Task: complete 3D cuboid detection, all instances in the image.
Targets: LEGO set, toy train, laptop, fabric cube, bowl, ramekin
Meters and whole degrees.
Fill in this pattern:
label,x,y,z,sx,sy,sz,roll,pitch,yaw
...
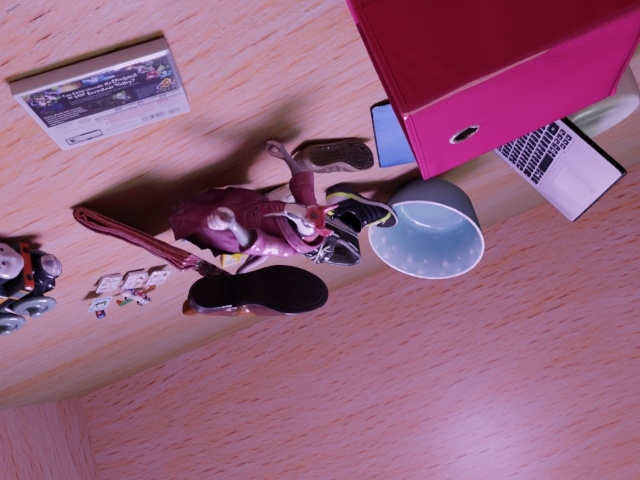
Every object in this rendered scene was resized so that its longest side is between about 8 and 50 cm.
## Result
label,x,y,z,sx,sy,sz,roll,pitch,yaw
LEGO set,-0.522,0.131,1.773,0.183,0.060,0.244,-7,153,-36
toy train,-0.648,0.106,1.250,0.334,0.142,0.190,-26,157,22
laptop,0.337,-0.148,1.372,0.236,0.408,0.382,-44,167,-2
fabric cube,0.177,-0.256,0.754,0.258,0.259,0.254,-23,166,8
bowl,0.297,-0.053,1.832,0.312,0.163,0.311,10,140,9
ramekin,0.541,-0.297,1.434,0.277,0.135,0.277,-20,168,-5

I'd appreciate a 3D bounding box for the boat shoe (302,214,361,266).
label,x,y,z,sx,sy,sz,roll,pitch,yaw
boat shoe,0.000,0.000,1.747,0.335,0.119,0.121,9,136,-45

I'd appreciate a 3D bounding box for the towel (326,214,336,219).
label,x,y,z,sx,sy,sz,roll,pitch,yaw
towel,-0.042,-0.022,1.889,0.275,0.031,0.199,-17,166,-16

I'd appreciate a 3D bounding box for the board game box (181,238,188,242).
label,x,y,z,sx,sy,sz,roll,pitch,yaw
board game box,-0.237,-0.030,1.555,0.103,0.026,0.154,-31,164,36

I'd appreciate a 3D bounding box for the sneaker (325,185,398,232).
label,x,y,z,sx,sy,sz,roll,pitch,yaw
sneaker,0.098,-0.055,1.668,0.235,0.097,0.084,19,147,-34

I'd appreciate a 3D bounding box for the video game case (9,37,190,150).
label,x,y,z,sx,sy,sz,roll,pitch,yaw
video game case,-0.275,-0.185,0.869,0.191,0.022,0.173,-19,167,-6

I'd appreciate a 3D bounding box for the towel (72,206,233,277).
label,x,y,z,sx,sy,sz,roll,pitch,yaw
towel,-0.311,0.023,1.312,0.237,0.037,0.329,23,173,11

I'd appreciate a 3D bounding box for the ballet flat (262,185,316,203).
label,x,y,z,sx,sy,sz,roll,pitch,yaw
ballet flat,-0.077,-0.085,1.508,0.079,0.077,0.221,-47,162,22

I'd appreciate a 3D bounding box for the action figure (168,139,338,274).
label,x,y,z,sx,sy,sz,roll,pitch,yaw
action figure,-0.105,-0.013,1.220,0.370,0.275,0.248,6,-138,44

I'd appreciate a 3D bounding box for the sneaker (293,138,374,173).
label,x,y,z,sx,sy,sz,roll,pitch,yaw
sneaker,0.024,-0.168,1.355,0.189,0.066,0.071,-3,175,-41

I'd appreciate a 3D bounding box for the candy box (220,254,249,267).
label,x,y,z,sx,sy,sz,roll,pitch,yaw
candy box,-0.217,0.025,1.810,0.105,0.027,0.206,-20,168,-15

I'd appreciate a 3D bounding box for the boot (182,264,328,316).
label,x,y,z,sx,sy,sz,roll,pitch,yaw
boot,-0.139,0.125,1.339,0.264,0.096,0.280,-8,169,-14
